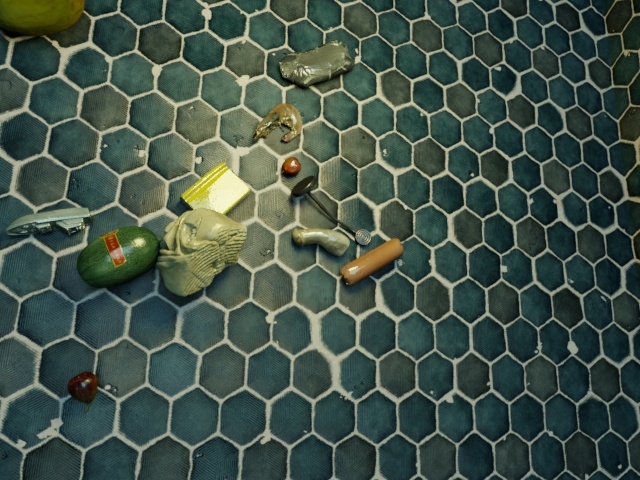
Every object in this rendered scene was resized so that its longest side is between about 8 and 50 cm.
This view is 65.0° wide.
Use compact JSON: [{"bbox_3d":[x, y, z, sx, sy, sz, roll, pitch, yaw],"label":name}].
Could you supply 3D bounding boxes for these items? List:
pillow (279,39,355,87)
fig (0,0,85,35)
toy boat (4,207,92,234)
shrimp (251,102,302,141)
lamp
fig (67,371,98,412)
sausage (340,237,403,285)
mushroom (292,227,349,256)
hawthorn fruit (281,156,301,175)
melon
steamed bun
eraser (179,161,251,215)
[{"bbox_3d":[-0.010,-0.738,2.094,0.335,0.092,0.162,-27,81,-20],"label":"pillow"},{"bbox_3d":[-0.998,-0.866,1.714,0.343,0.343,0.344,4,76,-16],"label":"fig"},{"bbox_3d":[-0.900,-0.053,1.668,0.260,0.078,0.085,-11,66,-21],"label":"toy boat"},{"bbox_3d":[-0.169,-0.451,2.000,0.143,0.052,0.251,48,68,-5],"label":"shrimp"},{"bbox_3d":[0.052,-0.105,1.954,0.371,0.108,0.130,45,72,-3],"label":"lamp"},{"bbox_3d":[-0.745,0.485,1.596,0.088,0.089,0.125,-19,108,-20],"label":"fig"},{"bbox_3d":[0.206,0.083,1.971,0.289,0.086,0.086,-28,87,-22],"label":"sausage"},{"bbox_3d":[0.000,-0.004,1.930,0.223,0.092,0.081,13,30,-17],"label":"mushroom"},{"bbox_3d":[-0.114,-0.289,1.970,0.077,0.077,0.077,4,76,-16],"label":"hawthorn fruit"},{"bbox_3d":[-0.655,0.050,1.664,0.287,0.182,0.182,-25,86,-22],"label":"melon"},{"bbox_3d":[-0.424,0.025,1.712,0.203,0.276,0.289,36,104,27],"label":"steamed bun"},{"bbox_3d":[-0.388,-0.168,1.857,0.158,0.069,0.226,46,69,-5],"label":"eraser"}]
